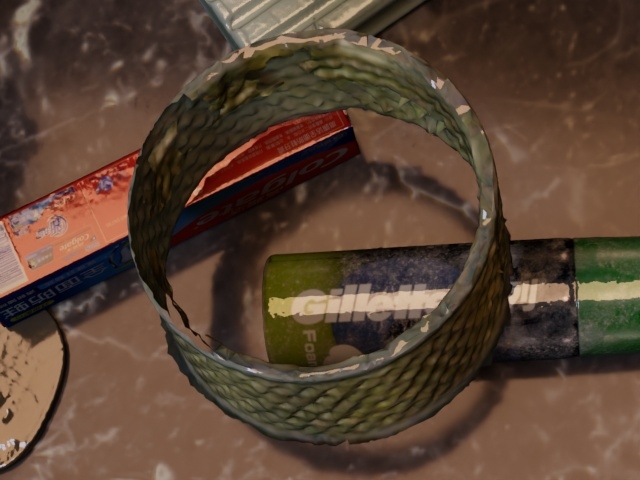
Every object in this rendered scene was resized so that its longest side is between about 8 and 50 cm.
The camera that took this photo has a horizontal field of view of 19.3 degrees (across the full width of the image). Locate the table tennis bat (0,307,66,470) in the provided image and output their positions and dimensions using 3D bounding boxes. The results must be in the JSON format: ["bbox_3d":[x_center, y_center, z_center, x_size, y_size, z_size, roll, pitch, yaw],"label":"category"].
[{"bbox_3d":[-0.288,0.147,1.498,0.131,0.022,0.234,21,79,11],"label":"table tennis bat"}]

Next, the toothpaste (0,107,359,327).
[{"bbox_3d":[-0.126,-0.034,1.481,0.320,0.076,0.066,-26,74,0],"label":"toothpaste"}]

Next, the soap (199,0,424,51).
[{"bbox_3d":[0.008,-0.216,1.514,0.198,0.066,0.119,-35,77,-1],"label":"soap"}]

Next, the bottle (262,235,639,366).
[{"bbox_3d":[0.125,0.046,1.425,0.330,0.093,0.093,-4,77,7],"label":"bottle"}]

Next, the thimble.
[{"bbox_3d":[0.000,0.000,1.329,0.271,0.150,0.270,-3,68,7],"label":"thimble"}]
